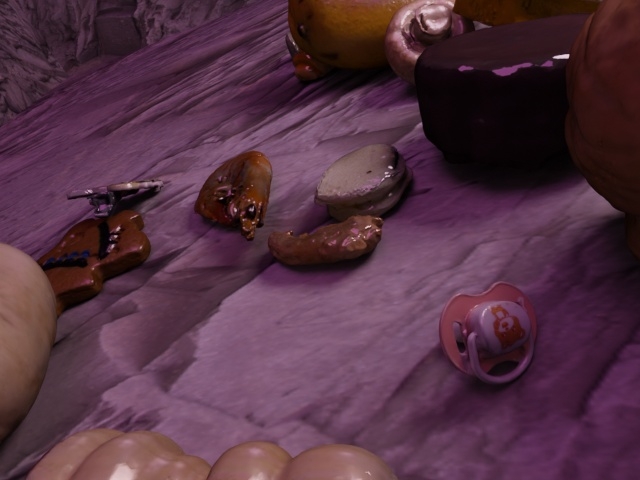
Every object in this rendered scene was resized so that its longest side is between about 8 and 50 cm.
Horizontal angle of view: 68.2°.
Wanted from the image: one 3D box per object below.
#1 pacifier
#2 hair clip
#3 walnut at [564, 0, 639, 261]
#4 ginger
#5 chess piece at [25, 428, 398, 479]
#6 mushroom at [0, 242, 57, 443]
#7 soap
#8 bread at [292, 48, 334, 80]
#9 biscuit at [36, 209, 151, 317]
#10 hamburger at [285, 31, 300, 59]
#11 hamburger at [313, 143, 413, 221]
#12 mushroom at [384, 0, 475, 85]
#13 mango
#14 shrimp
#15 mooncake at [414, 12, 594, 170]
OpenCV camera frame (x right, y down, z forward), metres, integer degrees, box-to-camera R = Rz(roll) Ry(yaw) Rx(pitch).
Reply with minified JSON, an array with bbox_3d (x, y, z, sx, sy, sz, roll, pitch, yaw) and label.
[{"bbox_3d":[0.140,0.082,0.416,0.099,0.082,0.078,-11,-4,-21],"label":"pacifier"},{"bbox_3d":[-0.398,-0.094,0.936,0.146,0.056,0.187,-10,18,6],"label":"hair clip"},{"bbox_3d":[0.335,-0.099,0.349,0.296,0.285,0.285,37,62,11],"label":"walnut"},{"bbox_3d":[-0.002,0.002,0.605,0.173,0.051,0.069,-3,37,26],"label":"ginger"},{"bbox_3d":[-0.069,0.204,0.331,0.260,0.143,0.143,-7,39,14],"label":"chess piece"},{"bbox_3d":[-0.477,0.124,0.551,0.325,0.353,0.353,18,46,5],"label":"mushroom"},{"bbox_3d":[0.353,-0.397,0.778,0.257,0.080,0.160,3,39,-7],"label":"soap"},{"bbox_3d":[0.006,-0.467,1.177,0.119,0.084,0.177,19,58,46],"label":"bread"},{"bbox_3d":[-0.430,0.049,0.813,0.278,0.043,0.301,7,46,38],"label":"biscuit"},{"bbox_3d":[-0.066,-0.541,1.312,0.054,0.084,0.121,-20,37,6],"label":"hamburger"},{"bbox_3d":[0.060,-0.084,0.667,0.133,0.062,0.140,1,45,34],"label":"hamburger"},{"bbox_3d":[0.200,-0.362,0.857,0.166,0.166,0.127,-24,-5,2],"label":"mushroom"},{"bbox_3d":[0.149,-0.514,1.021,0.445,0.220,0.301,-10,54,-1],"label":"mango"},{"bbox_3d":[-0.146,-0.069,0.773,0.152,0.063,0.287,-24,32,7],"label":"shrimp"},{"bbox_3d":[0.266,-0.199,0.621,0.283,0.141,0.283,-11,32,7],"label":"mooncake"}]
